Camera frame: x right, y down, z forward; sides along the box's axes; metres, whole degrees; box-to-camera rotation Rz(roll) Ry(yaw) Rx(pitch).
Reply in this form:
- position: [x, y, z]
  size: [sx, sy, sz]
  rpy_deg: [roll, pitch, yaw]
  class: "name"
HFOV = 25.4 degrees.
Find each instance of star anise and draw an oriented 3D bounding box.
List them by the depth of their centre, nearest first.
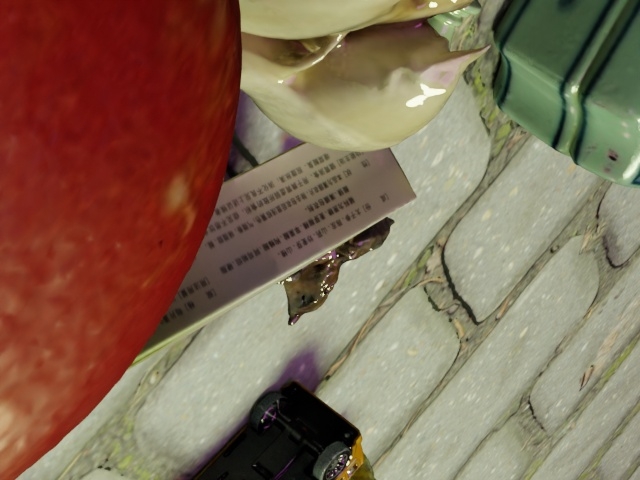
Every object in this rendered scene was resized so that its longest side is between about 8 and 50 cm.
- position: [0.000, -0.008, 0.970]
  size: [0.124, 0.056, 0.129]
  rpy_deg: [-45, 152, -13]
  class: "star anise"

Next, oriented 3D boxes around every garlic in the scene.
- position: [0.008, -0.172, 0.650]
  size: [0.185, 0.203, 0.281]
  rpy_deg: [7, 121, -40]
  class: "garlic"

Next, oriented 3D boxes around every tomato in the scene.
- position: [-0.179, -0.069, 0.398]
  size: [0.290, 0.293, 0.325]
  rpy_deg: [-38, 142, -3]
  class: "tomato"

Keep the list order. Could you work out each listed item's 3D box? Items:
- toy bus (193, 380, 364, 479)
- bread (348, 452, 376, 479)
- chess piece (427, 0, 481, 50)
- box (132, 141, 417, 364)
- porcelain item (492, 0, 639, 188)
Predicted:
- position: [-0.054, 0.210, 1.109]
  size: [0.194, 0.083, 0.088]
  rpy_deg: [-45, 152, -16]
  class: "toy bus"
- position: [-0.015, 0.241, 1.228]
  size: [0.156, 0.064, 0.117]
  rpy_deg: [-49, 156, -9]
  class: "bread"
- position: [0.091, -0.164, 0.934]
  size: [0.059, 0.059, 0.149]
  rpy_deg: [-1, 127, -56]
  class: "chess piece"
- position: [-0.092, 0.029, 0.775]
  size: [0.260, 0.062, 0.175]
  rpy_deg: [-31, 180, -36]
  class: "box"
- position: [0.287, -0.180, 1.108]
  size: [0.286, 0.157, 0.281]
  rpy_deg: [6, 116, -59]
  class: "porcelain item"
